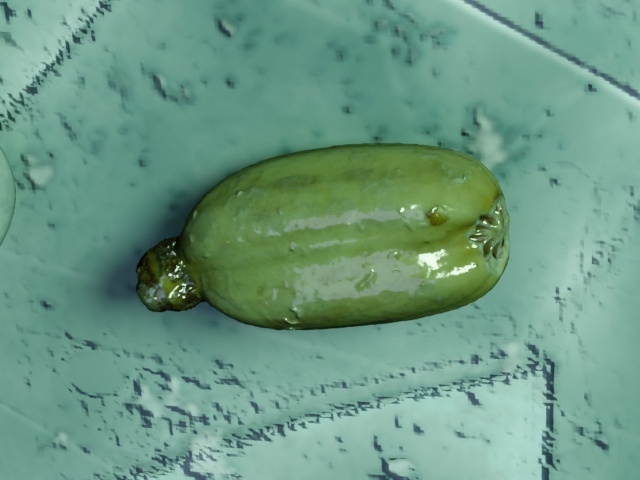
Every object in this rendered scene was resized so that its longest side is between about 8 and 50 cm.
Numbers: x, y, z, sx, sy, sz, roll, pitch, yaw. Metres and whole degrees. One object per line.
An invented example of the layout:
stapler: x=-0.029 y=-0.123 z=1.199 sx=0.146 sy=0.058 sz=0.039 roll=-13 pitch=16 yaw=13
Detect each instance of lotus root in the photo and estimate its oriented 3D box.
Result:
lotus root: x=0.000 y=-0.001 z=0.910 sx=0.183 sy=0.077 sz=0.090 roll=-9 pitch=109 yaw=13

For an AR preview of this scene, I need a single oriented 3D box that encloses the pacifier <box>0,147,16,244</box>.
pacifier: x=-0.251 y=-0.050 z=0.893 sx=0.233 sy=0.244 sz=0.299 roll=22 pitch=131 yaw=-38
